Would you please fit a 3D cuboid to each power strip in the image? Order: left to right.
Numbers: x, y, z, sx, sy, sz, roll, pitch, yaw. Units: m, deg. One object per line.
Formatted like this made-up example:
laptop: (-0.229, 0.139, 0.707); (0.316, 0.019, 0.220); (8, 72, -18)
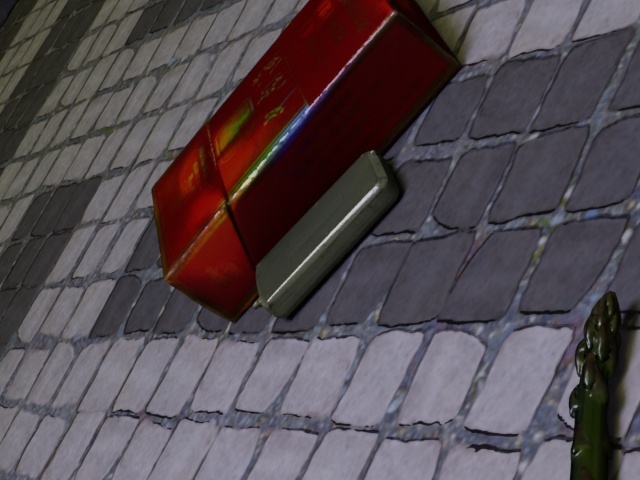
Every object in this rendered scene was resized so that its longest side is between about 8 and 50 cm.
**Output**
power strip: (0.000, 0.000, 1.303); (0.169, 0.028, 0.076); (-46, 25, 14)

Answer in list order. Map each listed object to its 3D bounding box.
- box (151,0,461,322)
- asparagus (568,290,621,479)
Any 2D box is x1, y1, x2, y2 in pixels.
box: (-0.025, -0.099, 1.411); (0.313, 0.089, 0.197); (-49, 25, 14)
asparagus: (0.150, 0.122, 0.855); (0.034, 0.027, 0.236); (120, 168, -45)
